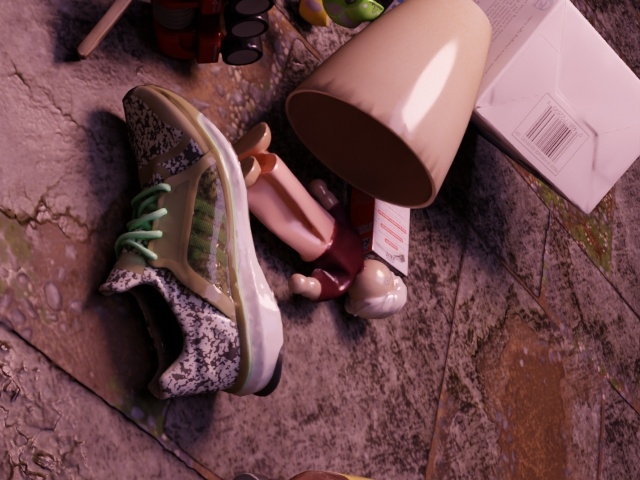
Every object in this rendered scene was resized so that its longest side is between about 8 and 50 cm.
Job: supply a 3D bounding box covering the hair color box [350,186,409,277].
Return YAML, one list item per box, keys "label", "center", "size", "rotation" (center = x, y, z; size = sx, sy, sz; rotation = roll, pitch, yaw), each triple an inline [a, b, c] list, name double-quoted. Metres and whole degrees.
- label: "hair color box"
  center: [0.092, -0.028, 1.839]
  size: [0.093, 0.053, 0.167]
  rotation: [36, 45, -39]

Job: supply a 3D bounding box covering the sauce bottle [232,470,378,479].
- label: "sauce bottle"
  center: [0.020, 0.349, 1.501]
  size: [0.344, 0.111, 0.111]
  rotation: [25, 54, -46]

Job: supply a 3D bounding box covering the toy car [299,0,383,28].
- label: "toy car"
  center: [-0.002, -0.361, 1.781]
  size: [0.239, 0.225, 0.053]
  rotation: [18, 96, -48]

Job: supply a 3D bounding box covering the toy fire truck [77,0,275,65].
- label: "toy fire truck"
  center: [-0.193, -0.294, 1.518]
  size: [0.246, 0.217, 0.158]
  rotation: [-6, 73, -11]

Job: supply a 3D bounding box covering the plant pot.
- label: "plant pot"
  center: [0.129, -0.233, 1.729]
  size: [0.256, 0.256, 0.274]
  rotation: [45, 70, -30]

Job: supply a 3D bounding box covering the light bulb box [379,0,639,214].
- label: "light bulb box"
  center: [0.332, -0.284, 1.998]
  size: [0.358, 0.225, 0.361]
  rotation: [36, 7, -37]

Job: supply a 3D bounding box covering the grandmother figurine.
- label: "grandmother figurine"
  center: [0.000, 0.000, 1.666]
  size: [0.342, 0.104, 0.208]
  rotation: [43, 51, -28]

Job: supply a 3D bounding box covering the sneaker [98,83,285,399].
- label: "sneaker"
  center: [-0.181, 0.006, 1.401]
  size: [0.182, 0.158, 0.410]
  rotation: [-13, 78, -37]
